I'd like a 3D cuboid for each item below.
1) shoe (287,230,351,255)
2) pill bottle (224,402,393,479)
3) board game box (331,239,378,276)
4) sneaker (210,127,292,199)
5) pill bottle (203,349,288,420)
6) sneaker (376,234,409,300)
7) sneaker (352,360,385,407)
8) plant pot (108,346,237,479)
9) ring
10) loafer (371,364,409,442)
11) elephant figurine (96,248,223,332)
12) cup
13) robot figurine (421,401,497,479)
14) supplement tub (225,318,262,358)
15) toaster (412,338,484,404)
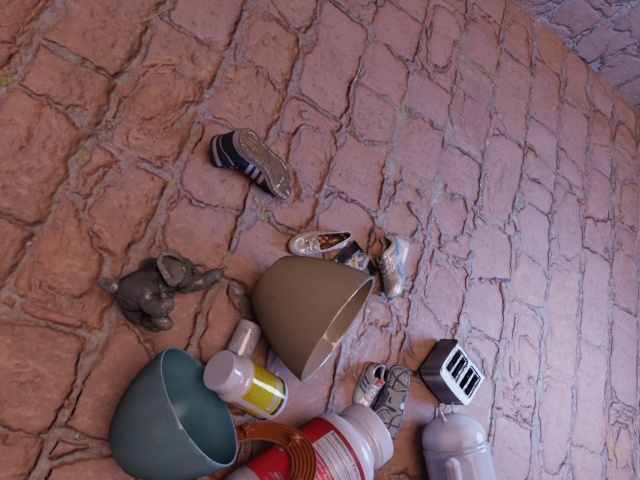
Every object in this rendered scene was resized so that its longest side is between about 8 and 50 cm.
[{"bbox_3d":[0.000,0.000,1.502,0.219,0.058,0.076,-9,82,-32],"label":"shoe"},{"bbox_3d":[-0.017,0.590,1.234,0.408,0.229,0.229,-22,89,-33],"label":"pill bottle"},{"bbox_3d":[0.064,0.126,1.526,0.260,0.030,0.136,-41,101,-32],"label":"board game box"},{"bbox_3d":[-0.205,-0.218,1.429,0.282,0.153,0.099,49,50,-46],"label":"sneaker"},{"bbox_3d":[-0.186,0.363,1.221,0.208,0.119,0.119,46,56,-40],"label":"pill bottle"},{"bbox_3d":[0.229,0.088,1.606,0.092,0.087,0.228,20,60,-18],"label":"sneaker"},{"bbox_3d":[0.151,0.440,1.464,0.057,0.075,0.161,33,62,-19],"label":"sneaker"},{"bbox_3d":[-0.348,0.414,1.086,0.195,0.290,0.290,-32,95,0],"label":"plant pot"},{"bbox_3d":[-0.175,0.523,1.105,0.337,0.337,0.032,-22,113,-33],"label":"ring"},{"bbox_3d":[0.203,0.512,1.474,0.096,0.084,0.267,24,67,2],"label":"loafer"},{"bbox_3d":[-0.384,0.096,1.215,0.170,0.186,0.239,14,49,19],"label":"elephant figurine"},{"bbox_3d":[-0.044,0.174,1.309,0.237,0.331,0.331,33,58,16],"label":"cup"},{"bbox_3d":[0.425,0.687,1.486,0.300,0.200,0.353,14,64,-71],"label":"robot figurine"},{"bbox_3d":[-0.207,0.273,1.300,0.071,0.071,0.107,33,62,-19],"label":"supplement tub"},{"bbox_3d":[0.430,0.439,1.609,0.186,0.110,0.168,-43,99,-31],"label":"toaster"}]
